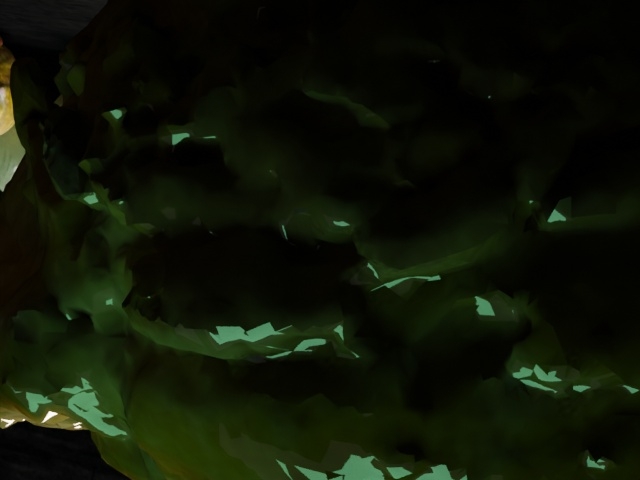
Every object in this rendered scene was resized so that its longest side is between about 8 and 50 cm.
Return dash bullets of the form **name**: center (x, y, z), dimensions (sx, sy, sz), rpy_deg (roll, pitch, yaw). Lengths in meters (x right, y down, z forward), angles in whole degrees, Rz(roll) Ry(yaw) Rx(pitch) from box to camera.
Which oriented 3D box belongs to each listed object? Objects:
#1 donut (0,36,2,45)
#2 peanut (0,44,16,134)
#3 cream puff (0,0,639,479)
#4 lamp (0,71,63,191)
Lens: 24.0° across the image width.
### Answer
- **donut**: center (-0.273, -0.130, 0.781), dimensions (0.126, 0.144, 0.186), rpy_deg (-3, 133, 48)
- **peanut**: center (-0.295, -0.112, 1.061), dimensions (0.206, 0.087, 0.087), rpy_deg (10, 173, 31)
- **cream puff**: center (0.050, -0.016, 0.533), dimensions (0.343, 0.231, 0.327), rpy_deg (4, 176, 19)
- **lamp**: center (-0.173, -0.079, 1.081), dimensions (0.106, 0.106, 0.193), rpy_deg (17, 163, -33)
